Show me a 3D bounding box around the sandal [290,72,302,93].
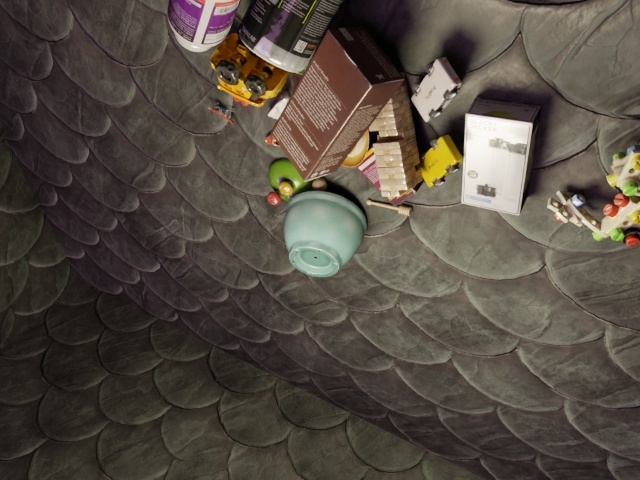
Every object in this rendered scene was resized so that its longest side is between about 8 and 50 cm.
[{"bbox_3d":[-0.062,-0.425,1.699,0.072,0.049,0.180,21,140,20],"label":"sandal"}]

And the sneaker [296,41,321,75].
[{"bbox_3d":[-0.085,-0.548,1.519,0.295,0.109,0.123,32,168,8],"label":"sneaker"}]

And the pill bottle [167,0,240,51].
[{"bbox_3d":[-0.318,-0.656,1.527,0.181,0.181,0.323,44,156,-8],"label":"pill bottle"}]

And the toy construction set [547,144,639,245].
[{"bbox_3d":[0.711,-0.098,1.333,0.215,0.151,0.328,17,153,-14],"label":"toy construction set"}]

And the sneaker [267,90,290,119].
[{"bbox_3d":[-0.115,-0.419,1.745,0.061,0.054,0.152,30,162,-13],"label":"sneaker"}]

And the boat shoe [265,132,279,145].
[{"bbox_3d":[-0.136,-0.335,1.858,0.137,0.043,0.049,5,134,37],"label":"boat shoe"}]

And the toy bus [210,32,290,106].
[{"bbox_3d":[-0.208,-0.482,1.694,0.220,0.149,0.211,28,155,8],"label":"toy bus"}]

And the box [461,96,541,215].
[{"bbox_3d":[0.464,-0.217,1.459,0.169,0.087,0.290,17,138,25],"label":"box"}]

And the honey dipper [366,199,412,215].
[{"bbox_3d":[0.220,-0.110,1.816,0.160,0.030,0.030,15,137,29],"label":"honey dipper"}]

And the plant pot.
[{"bbox_3d":[0.000,0.000,1.908,0.293,0.196,0.293,10,145,7],"label":"plant pot"}]

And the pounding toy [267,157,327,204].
[{"bbox_3d":[-0.102,-0.171,1.946,0.237,0.110,0.183,26,142,16],"label":"pounding toy"}]

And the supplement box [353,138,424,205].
[{"bbox_3d":[0.208,-0.209,1.679,0.188,0.081,0.104,44,142,-8],"label":"supplement box"}]

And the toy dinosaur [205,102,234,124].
[{"bbox_3d":[-0.333,-0.427,1.905,0.082,0.090,0.047,63,164,18],"label":"toy dinosaur"}]

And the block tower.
[{"bbox_3d":[0.197,-0.294,1.523,0.091,0.097,0.335,3,115,41],"label":"block tower"}]

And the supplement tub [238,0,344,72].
[{"bbox_3d":[-0.048,-0.586,1.336,0.193,0.193,0.316,37,117,1],"label":"supplement tub"}]

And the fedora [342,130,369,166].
[{"bbox_3d":[0.060,-0.303,1.647,0.194,0.079,0.194,20,116,50],"label":"fedora"}]

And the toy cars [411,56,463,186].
[{"bbox_3d":[0.326,-0.307,1.475,0.176,0.087,0.394,44,154,47],"label":"toy cars"}]

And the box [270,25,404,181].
[{"bbox_3d":[0.031,-0.353,1.480,0.191,0.143,0.381,56,141,13],"label":"box"}]
